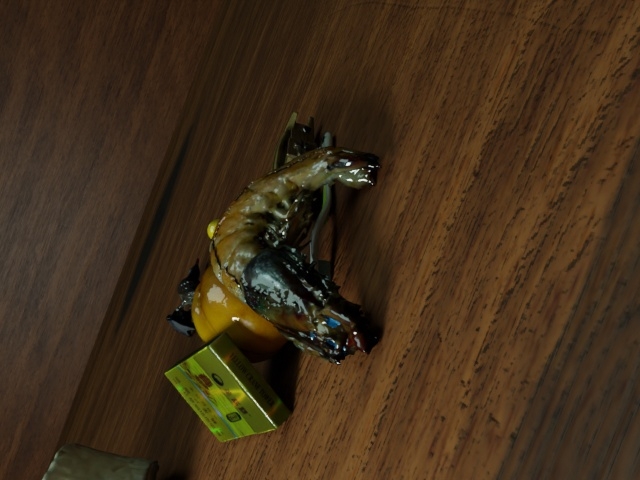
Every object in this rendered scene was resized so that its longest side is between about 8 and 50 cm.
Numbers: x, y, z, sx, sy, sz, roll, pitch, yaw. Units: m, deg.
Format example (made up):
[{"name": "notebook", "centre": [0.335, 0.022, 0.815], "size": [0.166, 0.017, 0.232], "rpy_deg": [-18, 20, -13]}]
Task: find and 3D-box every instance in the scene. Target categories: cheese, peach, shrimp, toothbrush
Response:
[{"name": "cheese", "centre": [-0.358, 0.468, 1.006], "size": [0.332, 0.153, 0.293], "rpy_deg": [113, 170, -69]}, {"name": "peach", "centre": [-0.094, 0.083, 0.827], "size": [0.138, 0.138, 0.138], "rpy_deg": [-51, 27, 40]}, {"name": "shrimp", "centre": [0.000, 0.000, 0.713], "size": [0.222, 0.054, 0.290], "rpy_deg": [-44, 46, -3]}, {"name": "toothbrush", "centre": [0.002, -0.051, 0.851], "size": [0.022, 0.026, 0.263], "rpy_deg": [109, 167, -48]}]

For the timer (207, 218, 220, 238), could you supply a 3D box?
[{"name": "timer", "centre": [-0.098, -0.026, 0.961], "size": [0.107, 0.109, 0.107], "rpy_deg": [-51, 28, 40]}]

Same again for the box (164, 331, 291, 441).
[{"name": "box", "centre": [-0.119, 0.185, 0.816], "size": [0.030, 0.121, 0.193], "rpy_deg": [-41, 2, -33]}]

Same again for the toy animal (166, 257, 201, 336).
[{"name": "toy animal", "centre": [-0.252, 0.107, 1.318], "size": [0.105, 0.070, 0.202], "rpy_deg": [-44, 28, 25]}]

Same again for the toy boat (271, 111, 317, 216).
[{"name": "toy boat", "centre": [-0.033, -0.110, 0.930], "size": [0.206, 0.064, 0.072], "rpy_deg": [-88, 15, -45]}]
